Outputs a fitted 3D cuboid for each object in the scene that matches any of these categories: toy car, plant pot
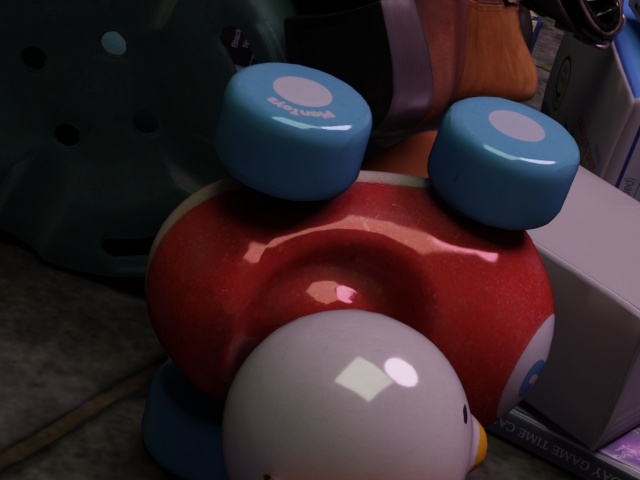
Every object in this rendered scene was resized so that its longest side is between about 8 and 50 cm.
[{"bbox_3d":[0.029,0.074,0.751,0.210,0.219,0.238,8,32,-16],"label":"toy car"},{"bbox_3d":[-0.097,-0.171,1.024,0.341,0.341,0.334,19,37,3],"label":"plant pot"}]

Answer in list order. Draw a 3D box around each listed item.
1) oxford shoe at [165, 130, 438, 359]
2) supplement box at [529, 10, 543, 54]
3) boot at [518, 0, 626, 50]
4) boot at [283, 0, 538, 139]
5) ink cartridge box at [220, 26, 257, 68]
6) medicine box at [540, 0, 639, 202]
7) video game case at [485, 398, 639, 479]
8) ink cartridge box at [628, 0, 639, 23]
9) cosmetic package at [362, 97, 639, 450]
[{"bbox_3d":[0.000,0.000,0.895,0.212,0.076,0.076,-37,58,-12],"label":"oxford shoe"},{"bbox_3d":[0.136,-0.191,1.421,0.083,0.056,0.083,0,34,-28],"label":"supplement box"},{"bbox_3d":[0.148,-0.193,1.203,0.091,0.263,0.229,-37,40,-8],"label":"boot"},{"bbox_3d":[0.071,-0.198,0.929,0.096,0.264,0.280,-7,8,28],"label":"boot"},{"bbox_3d":[-0.084,-0.205,1.326,0.332,0.065,0.165,14,30,-4],"label":"ink cartridge box"},{"bbox_3d":[0.331,-0.064,1.214,0.289,0.149,0.263,14,29,-6],"label":"medicine box"},{"bbox_3d":[0.182,0.088,1.003,0.274,0.026,0.196,27,31,16],"label":"video game case"},{"bbox_3d":[0.346,-0.111,1.101,0.223,0.045,0.224,9,31,-13],"label":"ink cartridge box"},{"bbox_3d":[0.124,0.011,0.980,0.127,0.107,0.238,-16,45,-45],"label":"cosmetic package"}]
